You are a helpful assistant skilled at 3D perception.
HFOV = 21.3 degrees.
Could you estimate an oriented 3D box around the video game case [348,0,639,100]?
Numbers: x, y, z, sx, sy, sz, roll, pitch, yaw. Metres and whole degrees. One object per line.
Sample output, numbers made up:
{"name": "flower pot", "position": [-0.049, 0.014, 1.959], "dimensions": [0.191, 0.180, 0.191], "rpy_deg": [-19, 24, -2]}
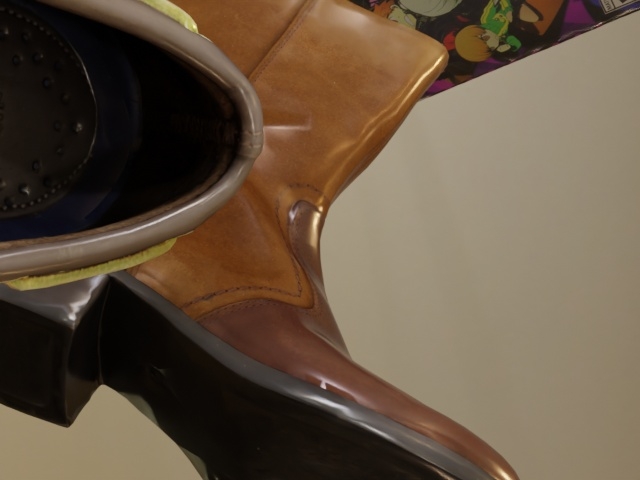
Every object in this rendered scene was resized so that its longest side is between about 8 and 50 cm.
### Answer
{"name": "video game case", "position": [0.064, -0.204, 0.966], "dimensions": [0.210, 0.232, 0.042], "rpy_deg": [-21, -156, 20]}

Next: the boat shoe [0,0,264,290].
{"name": "boat shoe", "position": [-0.151, -0.039, 0.393], "dimensions": [0.097, 0.324, 0.116], "rpy_deg": [6, -89, 41]}

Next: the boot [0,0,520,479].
{"name": "boot", "position": [0.000, 0.000, 0.763], "dimensions": [0.264, 0.280, 0.096], "rpy_deg": [19, -48, 11]}
